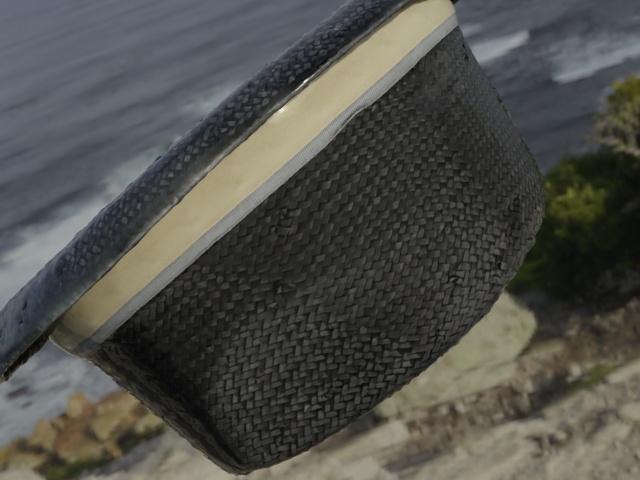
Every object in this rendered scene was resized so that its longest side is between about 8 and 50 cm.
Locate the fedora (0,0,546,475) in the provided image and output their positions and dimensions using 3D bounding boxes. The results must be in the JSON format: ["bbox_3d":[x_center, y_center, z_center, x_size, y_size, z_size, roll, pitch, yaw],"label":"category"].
[{"bbox_3d":[0.000,0.000,0.642,0.334,0.152,0.334,-42,3,2],"label":"fedora"}]
